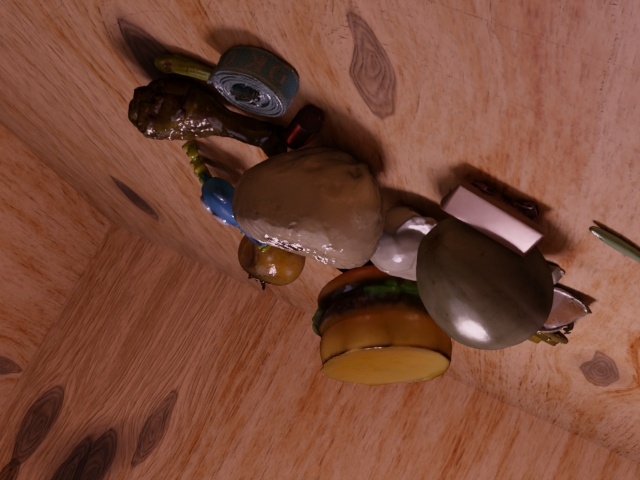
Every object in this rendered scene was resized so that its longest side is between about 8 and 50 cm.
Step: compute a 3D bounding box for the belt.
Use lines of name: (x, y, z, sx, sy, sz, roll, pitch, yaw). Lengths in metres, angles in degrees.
belt: (-0.122, -0.289, 1.530, 0.148, 0.082, 0.163, 37, 163, -18)

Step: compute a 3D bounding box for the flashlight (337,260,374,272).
flashlight: (0.000, 0.000, 2.338, 0.424, 0.103, 0.103, 33, 166, -27)

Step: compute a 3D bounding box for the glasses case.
glasses case: (0.334, -0.064, 1.549, 0.194, 0.070, 0.102, 30, 139, -1)

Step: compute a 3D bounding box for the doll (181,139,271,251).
doll: (-0.264, -0.097, 2.243, 0.346, 0.099, 0.341, 51, 172, 9)

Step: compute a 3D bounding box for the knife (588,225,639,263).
knife: (0.602, 0.047, 1.509, 0.293, 0.019, 0.043, 29, 164, -12)

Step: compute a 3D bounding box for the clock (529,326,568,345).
clock: (0.490, 0.195, 2.017, 0.237, 0.057, 0.237, 32, -170, -6)

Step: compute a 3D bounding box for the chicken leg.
chicken leg: (-0.254, -0.268, 1.768, 0.361, 0.140, 0.211, 11, -177, 21)

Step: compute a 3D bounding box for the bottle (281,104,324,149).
bottle: (-0.039, -0.222, 1.664, 0.060, 0.060, 0.164, 30, 166, -8)

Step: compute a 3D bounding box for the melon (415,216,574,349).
melon: (0.331, 0.084, 1.676, 0.272, 0.272, 0.307, 8, 127, 54)

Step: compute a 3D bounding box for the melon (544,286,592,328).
melon: (0.554, 0.165, 1.888, 0.203, 0.093, 0.140, 30, 160, -37)

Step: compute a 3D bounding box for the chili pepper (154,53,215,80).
chili pepper: (-0.262, -0.346, 1.674, 0.208, 0.043, 0.049, 20, 152, 26)

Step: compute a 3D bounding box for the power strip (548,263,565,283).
power strip: (0.414, 0.043, 1.832, 0.253, 0.027, 0.060, 19, 164, 32)

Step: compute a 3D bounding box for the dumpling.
dumpling: (0.196, 0.016, 1.873, 0.193, 0.147, 0.258, 45, 144, -18)

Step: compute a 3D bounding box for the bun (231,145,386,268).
bun: (-0.020, -0.075, 1.744, 0.326, 0.234, 0.362, 14, 174, -8)

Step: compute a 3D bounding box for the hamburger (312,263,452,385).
hamburger: (0.165, 0.220, 2.281, 0.396, 0.277, 0.395, -2, 152, -1)

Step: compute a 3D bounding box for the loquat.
loquat: (-0.157, 0.045, 2.566, 0.213, 0.213, 0.213, 26, 166, 7)
